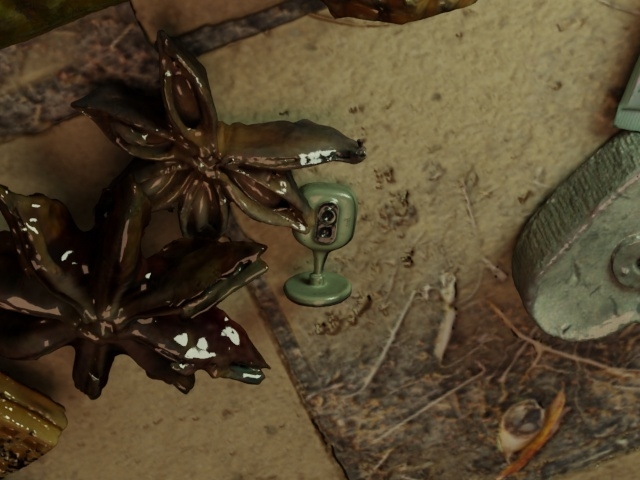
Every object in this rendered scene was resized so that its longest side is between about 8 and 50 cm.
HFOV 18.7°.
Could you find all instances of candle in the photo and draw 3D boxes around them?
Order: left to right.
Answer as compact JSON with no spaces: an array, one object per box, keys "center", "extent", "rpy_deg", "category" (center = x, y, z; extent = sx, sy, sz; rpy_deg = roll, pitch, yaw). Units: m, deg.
[{"center":[0.246,-0.004,1.517],"extent":[0.192,0.068,0.168],"rpy_deg":[-9,123,-6],"category":"candle"}]

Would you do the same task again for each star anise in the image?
[{"center":[-0.160,0.044,1.461],"extent":[0.288,0.088,0.288],"rpy_deg":[9,139,7],"category":"star anise"},{"center":[-0.091,-0.062,1.443],"extent":[0.208,0.063,0.172],"rpy_deg":[28,122,-21],"category":"star anise"}]

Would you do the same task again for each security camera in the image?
[{"center":[0.000,0.000,1.505],"extent":[0.058,0.058,0.092],"rpy_deg":[-2,115,-6],"category":"security camera"}]

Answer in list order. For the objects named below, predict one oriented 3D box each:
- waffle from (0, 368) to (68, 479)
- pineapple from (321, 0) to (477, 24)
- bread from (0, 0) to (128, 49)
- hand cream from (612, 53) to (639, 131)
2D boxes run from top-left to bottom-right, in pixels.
[{"center":[-0.286,0.134,1.543],"extent":[0.148,0.042,0.102],"rpy_deg":[34,134,-27],"category":"waffle"},{"center":[0.028,-0.316,1.228],"extent":[0.165,0.165,0.365],"rpy_deg":[-11,123,0],"category":"pineapple"},{"center":[-0.171,-0.209,1.287],"extent":[0.267,0.130,0.152],"rpy_deg":[-20,160,15],"category":"bread"},{"center":[0.290,-0.213,1.388],"extent":[0.085,0.058,0.331],"rpy_deg":[4,123,-11],"category":"hand cream"}]
